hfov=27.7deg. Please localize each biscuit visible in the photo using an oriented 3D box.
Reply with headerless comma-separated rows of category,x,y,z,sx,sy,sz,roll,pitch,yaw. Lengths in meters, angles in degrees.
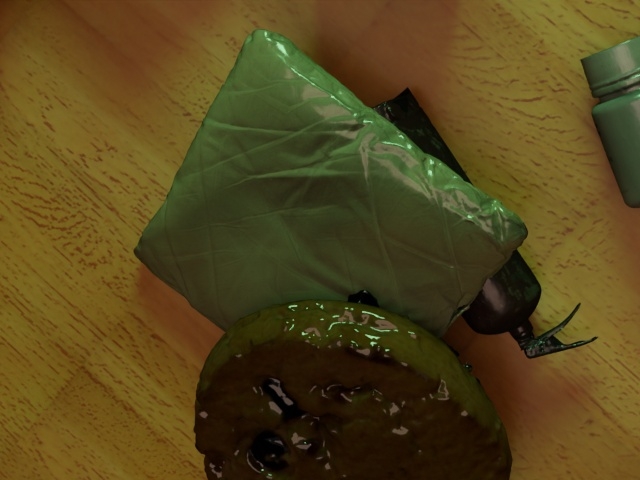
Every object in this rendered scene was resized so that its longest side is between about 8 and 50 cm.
biscuit,0.021,0.179,1.092,0.296,0.075,0.295,10,123,15

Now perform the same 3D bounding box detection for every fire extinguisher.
fire extinguisher,0.126,-0.007,1.095,0.089,0.072,0.267,-34,90,2

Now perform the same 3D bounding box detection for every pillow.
pillow,-0.002,0.000,1.091,0.274,0.076,0.280,37,127,7

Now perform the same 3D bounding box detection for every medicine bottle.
medicine bottle,0.264,-0.098,1.048,0.080,0.080,0.130,-20,93,14
